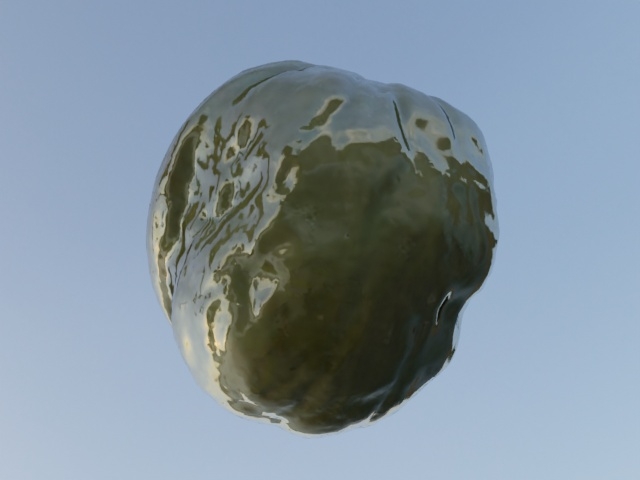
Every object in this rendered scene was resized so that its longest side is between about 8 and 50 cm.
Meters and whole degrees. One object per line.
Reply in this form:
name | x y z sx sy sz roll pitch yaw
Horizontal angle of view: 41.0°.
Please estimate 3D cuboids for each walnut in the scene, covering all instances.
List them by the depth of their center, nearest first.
walnut | -0.001 -0.001 0.669 0.253 0.282 0.277 13 -71 -44
